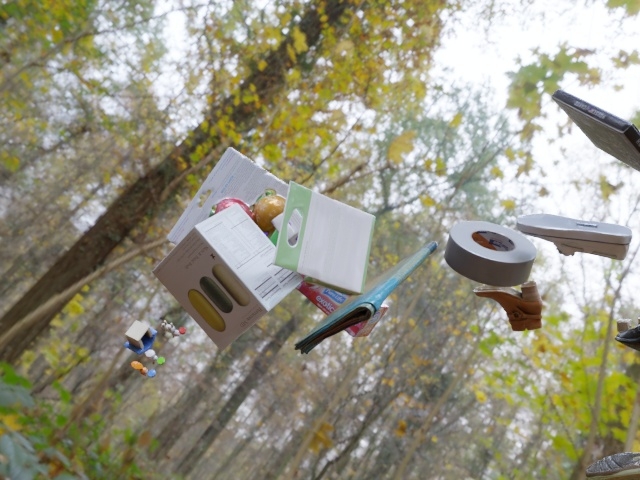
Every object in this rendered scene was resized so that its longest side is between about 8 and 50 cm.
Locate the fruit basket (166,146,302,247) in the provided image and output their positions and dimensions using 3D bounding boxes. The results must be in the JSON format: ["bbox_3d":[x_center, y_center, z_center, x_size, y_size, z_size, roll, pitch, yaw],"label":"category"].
[{"bbox_3d":[-0.204,-0.040,2.041,0.353,0.327,0.165,32,-9,0],"label":"fruit basket"}]

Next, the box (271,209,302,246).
[{"bbox_3d":[-0.037,0.013,1.688,0.067,0.063,0.324,53,-2,21],"label":"box"}]

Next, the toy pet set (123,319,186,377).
[{"bbox_3d":[-0.347,0.222,1.454,0.114,0.122,0.065,23,-33,18],"label":"toy pet set"}]

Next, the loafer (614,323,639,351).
[{"bbox_3d":[0.695,0.203,1.512,0.062,0.061,0.170,24,-10,-11],"label":"loafer"}]

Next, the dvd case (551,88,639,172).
[{"bbox_3d":[0.571,-0.204,1.391,0.179,0.029,0.238,37,13,-29],"label":"dvd case"}]

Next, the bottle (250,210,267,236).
[{"bbox_3d":[-0.214,-0.007,2.413,0.092,0.118,0.282,37,-15,41],"label":"bottle"}]

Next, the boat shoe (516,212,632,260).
[{"bbox_3d":[0.587,-0.002,1.662,0.258,0.095,0.084,12,-62,23],"label":"boat shoe"}]

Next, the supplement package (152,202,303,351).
[{"bbox_3d":[-0.226,0.087,1.757,0.262,0.198,0.199,49,-59,1],"label":"supplement package"}]

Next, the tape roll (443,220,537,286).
[{"bbox_3d":[0.425,0.031,1.780,0.219,0.219,0.072,24,-61,27],"label":"tape roll"}]

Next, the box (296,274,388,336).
[{"bbox_3d":[0.064,0.172,2.174,0.257,0.122,0.128,39,10,23],"label":"box"}]

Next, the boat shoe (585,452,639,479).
[{"bbox_3d":[0.634,0.468,1.422,0.190,0.068,0.072,-24,-84,29],"label":"boat shoe"}]

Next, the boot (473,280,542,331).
[{"bbox_3d":[0.563,0.200,2.123,0.197,0.073,0.152,-2,-67,31],"label":"boot"}]

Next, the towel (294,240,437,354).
[{"bbox_3d":[0.122,0.137,1.733,0.271,0.370,0.040,-36,-91,40],"label":"towel"}]

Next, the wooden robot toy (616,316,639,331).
[{"bbox_3d":[0.800,0.188,1.708,0.173,0.076,0.078,0,-81,59],"label":"wooden robot toy"}]

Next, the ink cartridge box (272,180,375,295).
[{"bbox_3d":[0.000,0.000,1.396,0.235,0.171,0.056,20,-16,-36],"label":"ink cartridge box"}]
